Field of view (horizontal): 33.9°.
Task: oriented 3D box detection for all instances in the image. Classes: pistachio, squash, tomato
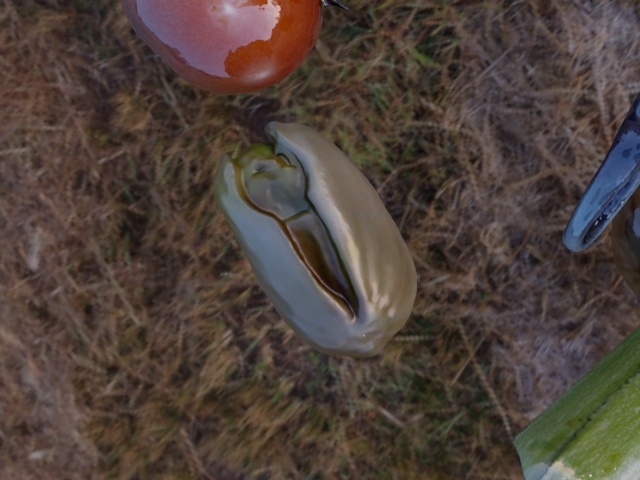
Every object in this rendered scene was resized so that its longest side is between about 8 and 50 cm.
[{"bbox_3d":[0.000,0.000,1.194,0.166,0.197,0.288,-29,86,1],"label":"pistachio"},{"bbox_3d":[0.172,0.091,0.568,0.069,0.239,0.069,28,134,34],"label":"squash"},{"bbox_3d":[-0.115,-0.299,1.246,0.224,0.256,0.256,-43,90,-1],"label":"tomato"}]

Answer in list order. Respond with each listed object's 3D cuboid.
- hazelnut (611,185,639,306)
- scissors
[{"bbox_3d":[0.410,0.011,1.118,0.186,0.210,0.210,-15,110,0],"label":"hazelnut"},{"bbox_3d":[0.218,-0.126,0.595,0.029,0.383,0.256,37,89,18],"label":"scissors"}]
